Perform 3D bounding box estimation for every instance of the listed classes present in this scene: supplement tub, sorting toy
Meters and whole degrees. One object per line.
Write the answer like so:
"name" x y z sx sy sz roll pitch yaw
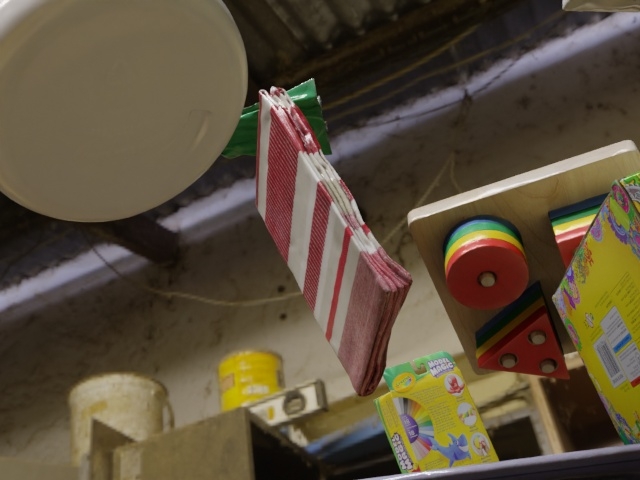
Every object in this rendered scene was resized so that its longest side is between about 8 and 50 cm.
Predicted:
"supplement tub" -0.239 -0.203 0.705 0.241 0.331 0.241 -24 -38 -20
"sorting toy" 0.262 0.053 0.872 0.256 0.089 0.257 -18 -58 17

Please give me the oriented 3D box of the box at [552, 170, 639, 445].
"box" 0.363 0.031 0.588 0.279 0.177 0.290 -22 -21 1

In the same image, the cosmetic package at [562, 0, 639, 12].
"cosmetic package" 0.483 -0.581 1.210 0.156 0.384 0.217 2 -4 -2

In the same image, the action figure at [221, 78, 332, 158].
"action figure" -0.106 -0.196 1.357 0.232 0.063 0.137 -11 -72 8

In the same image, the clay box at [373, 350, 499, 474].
"clay box" 0.162 0.270 1.044 0.127 0.222 0.053 -10 -22 -31

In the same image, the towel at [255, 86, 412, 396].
"towel" 0.000 0.000 0.932 0.037 0.329 0.237 -18 -34 -20

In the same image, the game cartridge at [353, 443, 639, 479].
"game cartridge" 0.077 0.218 0.413 0.355 0.068 0.230 -10 -61 7
